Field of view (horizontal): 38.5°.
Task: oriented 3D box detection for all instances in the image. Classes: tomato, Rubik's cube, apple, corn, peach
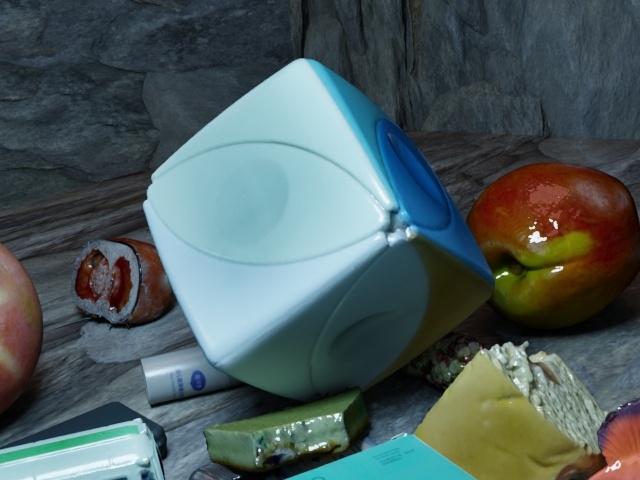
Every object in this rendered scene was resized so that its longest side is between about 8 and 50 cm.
[{"bbox_3d":[-0.382,0.083,1.865,0.214,0.181,0.155,17,10,39],"label":"tomato"},{"bbox_3d":[0.000,0.000,1.323,0.347,0.352,0.352,-37,-31,16],"label":"Rubik's cube"},{"bbox_3d":[-0.623,0.139,1.415,0.363,0.364,0.364,-6,16,2],"label":"apple"},{"bbox_3d":[0.154,0.176,1.434,0.092,0.092,0.280,-19,17,-37],"label":"corn"},{"bbox_3d":[0.404,0.004,1.570,0.332,0.308,0.307,-15,18,-43],"label":"peach"}]

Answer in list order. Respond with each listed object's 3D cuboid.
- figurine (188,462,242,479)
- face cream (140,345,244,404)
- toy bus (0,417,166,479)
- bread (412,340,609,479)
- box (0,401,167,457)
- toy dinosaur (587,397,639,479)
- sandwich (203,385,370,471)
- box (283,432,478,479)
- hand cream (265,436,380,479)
[{"bbox_3d":[-0.106,0.311,1.136,0.129,0.054,0.072,7,17,32],"label":"figurine"},{"bbox_3d":[-0.160,0.201,1.482,0.250,0.077,0.077,-12,17,-15],"label":"face cream"},{"bbox_3d":[-0.305,0.308,1.030,0.276,0.165,0.133,-10,16,-14],"label":"toy bus"},{"bbox_3d":[0.246,0.256,1.146,0.211,0.224,0.183,48,34,17],"label":"bread"},{"bbox_3d":[-0.343,0.300,1.269,0.230,0.050,0.160,-19,20,-37],"label":"box"},{"bbox_3d":[0.331,0.248,1.026,0.286,0.139,0.070,-8,16,-3],"label":"toy dinosaur"},{"bbox_3d":[-0.004,0.246,1.190,0.245,0.063,0.212,-12,-3,-26],"label":"sandwich"},{"bbox_3d":[0.094,0.324,0.900,0.205,0.118,0.311,-12,18,-27],"label":"box"},{"bbox_3d":[0.010,0.292,1.178,0.170,0.043,0.065,-12,18,-31],"label":"hand cream"}]
